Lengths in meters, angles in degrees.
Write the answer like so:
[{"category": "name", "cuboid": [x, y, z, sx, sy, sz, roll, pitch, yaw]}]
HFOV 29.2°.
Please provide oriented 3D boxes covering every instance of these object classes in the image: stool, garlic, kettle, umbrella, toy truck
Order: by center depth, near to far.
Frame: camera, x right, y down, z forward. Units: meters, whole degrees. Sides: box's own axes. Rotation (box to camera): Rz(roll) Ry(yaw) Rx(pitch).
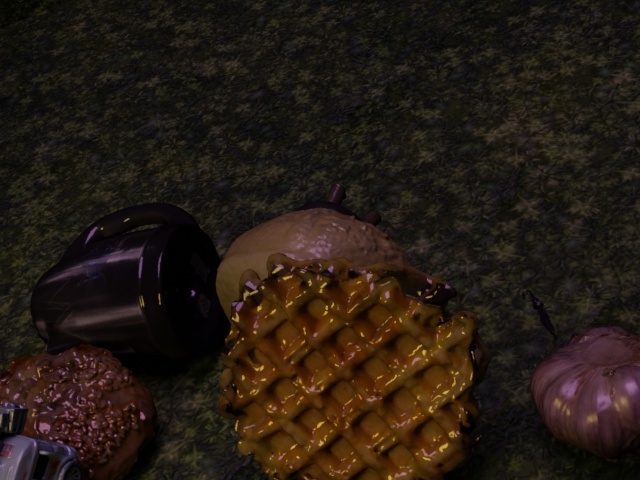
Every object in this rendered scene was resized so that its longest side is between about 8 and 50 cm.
[{"category": "garlic", "cuboid": [0.424, 0.220, 1.721, 0.244, 0.161, 0.245, -17, 18, 6]}, {"category": "toy truck", "cuboid": [-0.461, 0.400, 1.744, 0.132, 0.184, 0.338, 4, 71, 24]}, {"category": "umbrella", "cuboid": [0.357, 0.116, 1.974, 0.022, 0.013, 0.122, -32, 40, 3]}, {"category": "kettle", "cuboid": [-0.348, 0.068, 2.137, 0.324, 0.228, 0.321, -9, 54, 24]}, {"category": "stool", "cuboid": [-0.004, -0.007, 2.153, 0.228, 0.153, 0.139, 6, 45, 27]}]

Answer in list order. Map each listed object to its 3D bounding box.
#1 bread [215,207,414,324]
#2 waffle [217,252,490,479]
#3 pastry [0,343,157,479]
[{"category": "bread", "cuboid": [-0.001, 0.088, 1.920, 0.320, 0.321, 0.237, 12, 39, 33]}, {"category": "waffle", "cuboid": [0.044, 0.200, 1.728, 0.382, 0.380, 0.095, 10, 18, 12]}, {"category": "pastry", "cuboid": [-0.423, 0.284, 1.961, 0.310, 0.162, 0.255, -5, 50, 20]}]
